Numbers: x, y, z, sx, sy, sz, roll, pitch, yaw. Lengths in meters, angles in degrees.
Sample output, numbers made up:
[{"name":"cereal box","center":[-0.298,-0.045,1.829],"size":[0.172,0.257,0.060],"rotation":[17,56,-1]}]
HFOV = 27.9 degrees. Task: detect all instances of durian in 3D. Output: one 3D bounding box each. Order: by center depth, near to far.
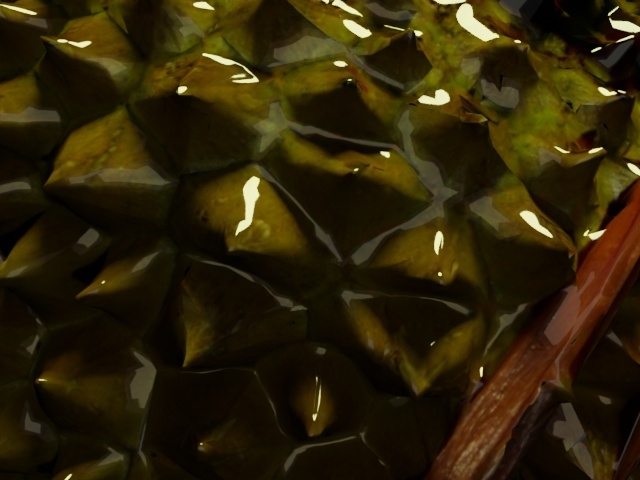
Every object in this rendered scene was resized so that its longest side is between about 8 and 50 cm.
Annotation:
[{"name":"durian","center":[0.000,-0.002,0.478],"size":[0.384,0.347,0.347],"rotation":[7,82,2]}]
